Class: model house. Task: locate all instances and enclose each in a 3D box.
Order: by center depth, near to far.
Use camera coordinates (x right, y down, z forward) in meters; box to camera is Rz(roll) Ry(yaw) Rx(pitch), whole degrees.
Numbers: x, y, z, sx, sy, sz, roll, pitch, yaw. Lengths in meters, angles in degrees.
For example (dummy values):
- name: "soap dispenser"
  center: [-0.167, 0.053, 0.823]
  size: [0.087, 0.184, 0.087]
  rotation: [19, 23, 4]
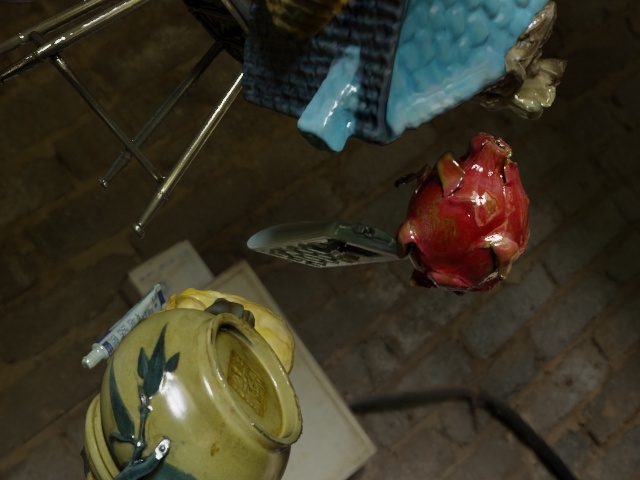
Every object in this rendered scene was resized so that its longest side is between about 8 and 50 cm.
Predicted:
- name: "model house"
  center: [0.008, -0.208, 0.748]
  size: [0.241, 0.226, 0.261]
  rotation: [-57, 36, -5]

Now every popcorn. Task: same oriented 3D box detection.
- name: "popcorn"
  center: [-0.134, 0.155, 1.047]
  size: [0.190, 0.191, 0.254]
  rotation: [-5, 4, -31]

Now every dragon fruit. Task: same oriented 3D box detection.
- name: "dragon fruit"
  center: [0.141, -0.018, 0.817]
  size: [0.133, 0.136, 0.165]
  rotation: [-112, 36, -54]

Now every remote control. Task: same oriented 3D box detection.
- name: "remote control"
  center: [0.000, 0.001, 1.052]
  size: [0.293, 0.103, 0.051]
  rotation: [-3, 72, 67]

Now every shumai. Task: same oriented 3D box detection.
- name: "shumai"
  center: [0.272, -0.241, 1.223]
  size: [0.210, 0.153, 0.161]
  rotation: [-31, 19, 31]

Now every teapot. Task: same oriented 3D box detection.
- name: "teapot"
  center: [-0.121, 0.147, 0.706]
  size: [0.183, 0.173, 0.269]
  rotation: [-33, 25, 15]

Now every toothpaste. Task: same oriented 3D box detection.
- name: "toothpaste"
  center: [-0.353, 0.161, 1.551]
  size: [0.037, 0.061, 0.216]
  rotation: [14, 40, 28]

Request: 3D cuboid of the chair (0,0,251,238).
- name: "chair"
  center: [-0.324, -0.311, 1.555]
  size: [0.410, 0.362, 0.365]
  rotation: [-42, 29, -7]

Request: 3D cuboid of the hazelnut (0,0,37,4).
- name: "hazelnut"
  center: [-0.411, -0.384, 1.087]
  size: [0.204, 0.177, 0.178]
  rotation: [5, 13, 12]
